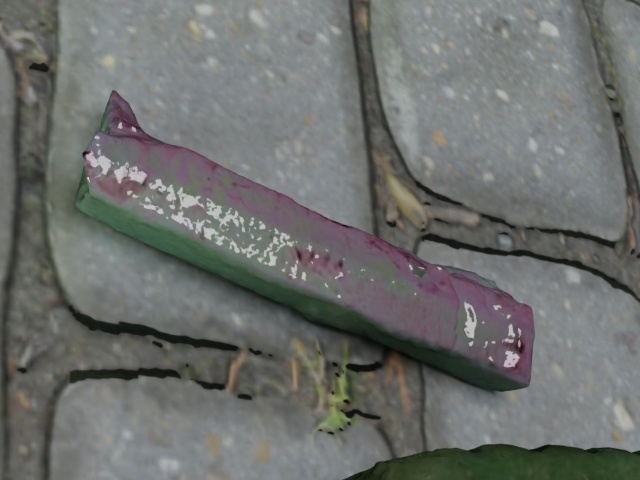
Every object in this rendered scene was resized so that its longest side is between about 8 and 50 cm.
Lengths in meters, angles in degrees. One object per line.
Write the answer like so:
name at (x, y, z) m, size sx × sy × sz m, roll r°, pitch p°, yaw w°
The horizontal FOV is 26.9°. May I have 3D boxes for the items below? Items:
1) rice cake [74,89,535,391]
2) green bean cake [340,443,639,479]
rice cake at (0.001, 0.003, 0.726) m, size 0.290 × 0.051 × 0.081 m, roll 26°, pitch 52°, yaw -22°
green bean cake at (0.097, 0.214, 0.621) m, size 0.222 × 0.125 × 0.227 m, roll 9°, pitch 61°, yaw -35°
